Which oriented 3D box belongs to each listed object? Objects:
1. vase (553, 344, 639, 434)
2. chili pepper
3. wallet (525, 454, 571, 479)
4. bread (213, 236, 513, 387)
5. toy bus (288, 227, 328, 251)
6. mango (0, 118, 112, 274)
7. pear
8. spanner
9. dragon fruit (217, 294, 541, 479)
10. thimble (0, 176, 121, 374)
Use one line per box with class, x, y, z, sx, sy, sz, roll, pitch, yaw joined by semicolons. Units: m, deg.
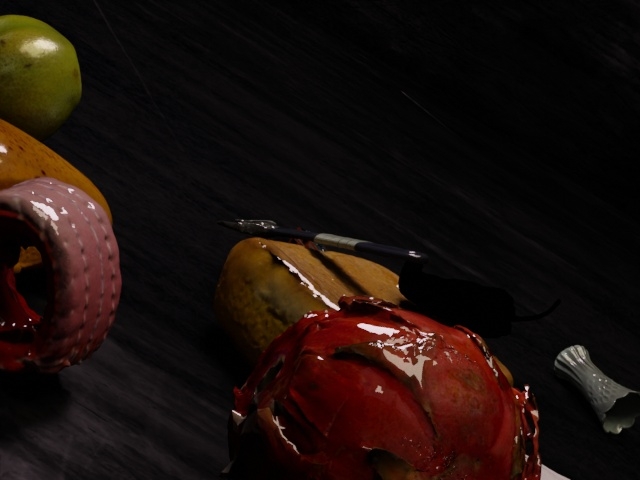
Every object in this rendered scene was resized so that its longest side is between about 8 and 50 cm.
vase;0.423;0.223;2.497;0.081;0.081;0.148;16;22;-41
chili pepper;0.193;0.085;2.051;0.204;0.073;0.072;21;31;2
wallet;0.303;0.329;2.113;0.183;0.032;0.124;29;17;-9
bread;0.053;0.141;2.009;0.337;0.148;0.328;40;16;30
toy bus;-0.008;0.024;2.345;0.031;0.043;0.110;21;20;-40
mango;-0.362;-0.053;1.811;0.290;0.160;0.191;20;13;-43
pear;-0.421;-0.206;2.103;0.216;0.166;0.180;-2;44;-17
spanner;0.000;0.000;2.053;0.316;0.024;0.087;11;1;38
dragon fruit;0.059;0.205;1.631;0.302;0.295;0.295;35;18;-16
thimble;-0.296;0.034;1.652;0.163;0.189;0.125;2;10;19
